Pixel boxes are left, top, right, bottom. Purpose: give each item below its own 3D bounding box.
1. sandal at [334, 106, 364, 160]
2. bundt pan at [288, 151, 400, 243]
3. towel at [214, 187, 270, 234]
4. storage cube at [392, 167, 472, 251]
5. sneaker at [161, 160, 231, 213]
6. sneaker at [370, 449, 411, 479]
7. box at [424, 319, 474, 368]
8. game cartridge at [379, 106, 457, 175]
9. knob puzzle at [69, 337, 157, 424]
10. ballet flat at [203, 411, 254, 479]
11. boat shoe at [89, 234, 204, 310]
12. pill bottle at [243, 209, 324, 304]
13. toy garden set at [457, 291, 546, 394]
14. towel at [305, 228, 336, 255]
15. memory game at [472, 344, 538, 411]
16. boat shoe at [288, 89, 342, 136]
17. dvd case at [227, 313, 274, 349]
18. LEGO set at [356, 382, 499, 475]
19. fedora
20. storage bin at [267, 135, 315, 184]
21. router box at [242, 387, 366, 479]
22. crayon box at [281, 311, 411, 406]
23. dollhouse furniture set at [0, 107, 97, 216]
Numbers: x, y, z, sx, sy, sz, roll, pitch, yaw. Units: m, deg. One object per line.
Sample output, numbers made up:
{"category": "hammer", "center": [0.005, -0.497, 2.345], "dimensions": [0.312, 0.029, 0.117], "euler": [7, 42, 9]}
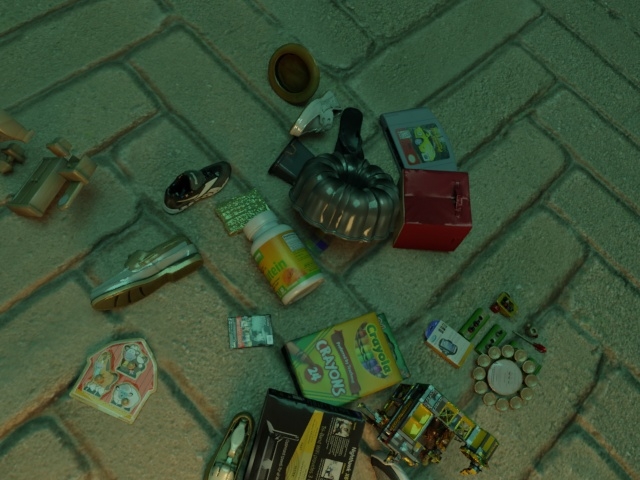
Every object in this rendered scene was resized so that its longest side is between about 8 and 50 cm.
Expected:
{"category": "sandal", "center": [0.095, -0.326, 1.669], "dimensions": [0.097, 0.054, 0.255], "euler": [4, 67, -10]}
{"category": "bundt pan", "center": [0.082, -0.144, 1.475], "dimensions": [0.330, 0.124, 0.331], "euler": [13, 35, -10]}
{"category": "towel", "center": [-0.225, -0.084, 1.521], "dimensions": [0.148, 0.027, 0.110], "euler": [-28, 77, -21]}
{"category": "storage cube", "center": [0.322, -0.085, 1.536], "dimensions": [0.193, 0.215, 0.184], "euler": [4, 68, -3]}
{"category": "sneaker", "center": [-0.351, -0.166, 1.486], "dimensions": [0.234, 0.106, 0.078], "euler": [-36, 80, -22]}
{"category": "sneaker", "center": [0.167, 0.660, 1.254], "dimensions": [0.153, 0.101, 0.269], "euler": [-26, 78, -23]}
{"category": "box", "center": [0.362, 0.292, 1.486], "dimensions": [0.136, 0.028, 0.081], "euler": [38, 66, 8]}
{"category": "game cartridge", "center": [0.331, -0.307, 1.712], "dimensions": [0.195, 0.060, 0.294], "euler": [-12, 71, -20]}
{"category": "knob puzzle", "center": [-0.498, 0.332, 1.296], "dimensions": [0.213, 0.030, 0.213], "euler": [4, 67, -10]}
{"category": "ballet flat", "center": [-0.225, 0.525, 1.247], "dimensions": [0.080, 0.073, 0.232], "euler": [20, 66, -2]}
{"category": "boat shoe", "center": [-0.467, 0.082, 1.367], "dimensions": [0.302, 0.113, 0.103], "euler": [-26, 74, -31]}
{"category": "pill bottle", "center": [-0.108, 0.043, 1.433], "dimensions": [0.136, 0.136, 0.246], "euler": [-30, 77, -21]}
{"category": "toy garden set", "center": [0.558, 0.285, 1.515], "dimensions": [0.244, 0.049, 0.204], "euler": [45, 67, 8]}
{"category": "towel", "center": [0.000, 0.000, 1.542], "dimensions": [0.060, 0.009, 0.083], "euler": [44, 67, 7]}
{"category": "memory game", "center": [0.519, 0.386, 1.457], "dimensions": [0.186, 0.012, 0.186], "euler": [0, 84, 1]}
{"category": "boat shoe", "center": [-0.001, -0.384, 1.620], "dimensions": [0.096, 0.098, 0.277], "euler": [43, 44, -5]}
{"category": "dvd case", "center": [-0.189, 0.246, 1.402], "dimensions": [0.119, 0.013, 0.087], "euler": [-4, 69, -12]}
{"category": "LEGO set", "center": [0.239, 0.479, 1.237], "dimensions": [0.255, 0.331, 0.192], "euler": [43, 74, -7]}
{"category": "fedora", "center": [-0.076, -0.545, 1.692], "dimensions": [0.194, 0.194, 0.079], "euler": [43, 30, 8]}
{"category": "storage bin", "center": [-0.082, -0.243, 1.584], "dimensions": [0.091, 0.098, 0.135], "euler": [36, 65, -7]}
{"category": "router box", "center": [-0.051, 0.536, 1.228], "dimensions": [0.242, 0.081, 0.309], "euler": [17, 84, -4]}
{"category": "crayon box", "center": [0.079, 0.322, 1.388], "dimensions": [0.318, 0.081, 0.202], "euler": [-17, 72, -18]}
{"category": "dollhouse furniture set", "center": [-0.806, -0.229, 1.279], "dimensions": [0.303, 0.355, 0.174], "euler": [4, 59, 33]}
